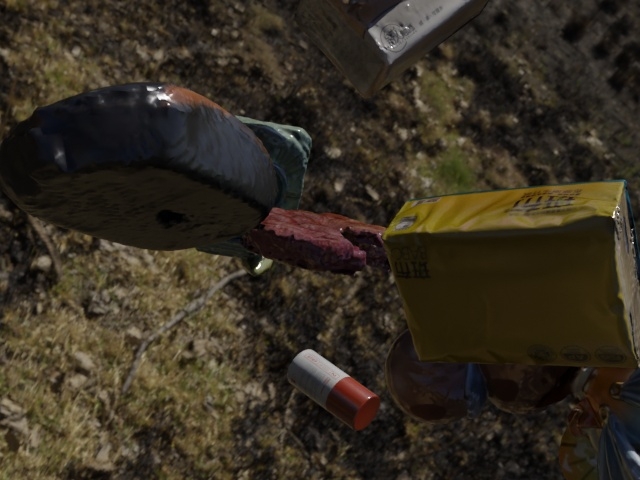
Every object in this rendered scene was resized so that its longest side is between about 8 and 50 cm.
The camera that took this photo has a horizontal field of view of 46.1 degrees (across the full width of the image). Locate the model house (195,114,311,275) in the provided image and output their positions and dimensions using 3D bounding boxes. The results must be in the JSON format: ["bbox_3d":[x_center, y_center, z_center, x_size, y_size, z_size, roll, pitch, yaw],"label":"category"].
[{"bbox_3d":[-0.140,-0.062,1.394,0.194,0.267,0.325,12,23,-1],"label":"model house"}]

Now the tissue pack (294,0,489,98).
[{"bbox_3d":[0.144,-0.439,1.288,0.305,0.238,0.238,-39,78,-19],"label":"tissue pack"}]

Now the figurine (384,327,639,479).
[{"bbox_3d":[0.292,0.163,0.882,0.388,0.276,0.248,37,25,34],"label":"figurine"}]

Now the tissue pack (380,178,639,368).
[{"bbox_3d":[0.140,0.027,0.545,0.082,0.169,0.120,-43,122,-48],"label":"tissue pack"}]

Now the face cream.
[{"bbox_3d":[0.029,0.347,1.750,0.214,0.095,0.096,30,28,35],"label":"face cream"}]

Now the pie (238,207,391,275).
[{"bbox_3d":[0.000,0.000,0.969,0.219,0.054,0.204,0,13,-43],"label":"pie"}]

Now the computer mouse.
[{"bbox_3d":[-0.160,-0.071,0.713,0.323,0.183,0.116,26,42,-68],"label":"computer mouse"}]
